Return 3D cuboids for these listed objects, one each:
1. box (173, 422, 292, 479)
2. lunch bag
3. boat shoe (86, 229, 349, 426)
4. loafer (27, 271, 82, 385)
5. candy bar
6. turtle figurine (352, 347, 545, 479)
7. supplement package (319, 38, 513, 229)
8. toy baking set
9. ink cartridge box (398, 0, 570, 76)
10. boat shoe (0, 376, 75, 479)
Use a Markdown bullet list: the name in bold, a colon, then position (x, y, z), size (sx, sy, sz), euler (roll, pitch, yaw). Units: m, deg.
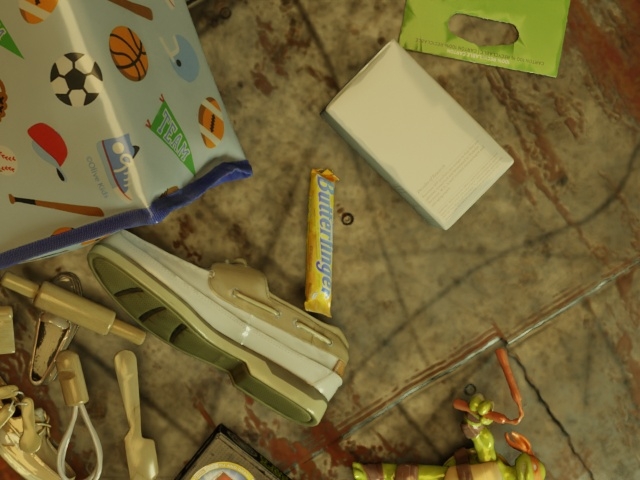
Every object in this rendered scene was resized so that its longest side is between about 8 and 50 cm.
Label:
- **box**: position (-0.110, 0.370, 1.412), size (0.216, 0.060, 0.270), euler (40, 90, -5)
- **lunch bag**: position (-0.304, -0.143, 1.282), size (0.385, 0.239, 0.328), euler (-18, 95, 30)
- **boat shoe**: position (-0.104, 0.073, 1.379), size (0.302, 0.113, 0.103), euler (38, 66, -15)
- **loafer**: position (-0.285, 0.097, 1.399), size (0.045, 0.039, 0.125), euler (15, 92, -3)
- **candy bar**: position (0.000, 0.000, 1.398), size (0.040, 0.018, 0.161), euler (14, 74, -44)
- **turtle figurine**: position (0.148, 0.254, 1.408), size (0.217, 0.087, 0.270), euler (-13, 102, 5)
- **supplement package**: position (0.098, -0.110, 1.378), size (0.179, 0.105, 0.105), euler (44, 90, -5)
- **toy baking set**: position (-0.273, 0.152, 1.370), size (0.256, 0.030, 0.197), euler (21, 85, -15)
- **ink cartridge box**: position (0.197, -0.317, 1.377), size (0.188, 0.097, 0.255), euler (10, 91, -4)
- **boat shoe**: position (-0.319, 0.199, 1.391), size (0.170, 0.063, 0.059), euler (44, 96, -3)
